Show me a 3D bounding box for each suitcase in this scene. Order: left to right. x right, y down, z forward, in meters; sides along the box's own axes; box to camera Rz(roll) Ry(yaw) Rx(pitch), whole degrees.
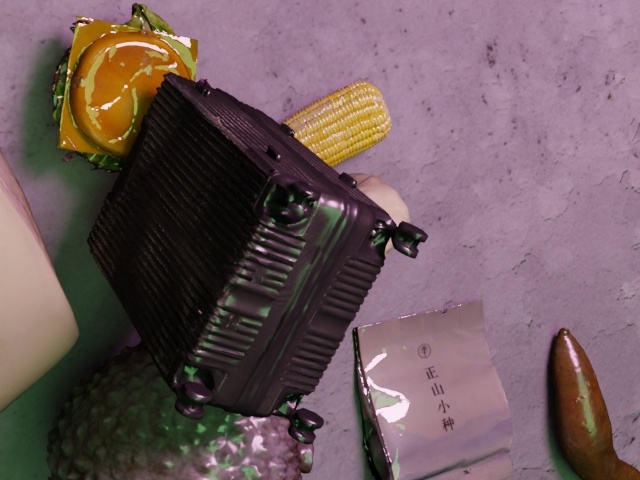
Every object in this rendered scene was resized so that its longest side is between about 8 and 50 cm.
[{"bbox_3d":[-0.084,0.002,0.969,0.152,0.335,0.229,21,104,-35],"label":"suitcase"}]

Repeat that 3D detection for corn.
[{"bbox_3d":[0.007,-0.129,1.221,0.165,0.063,0.085,-32,135,-15],"label":"corn"}]

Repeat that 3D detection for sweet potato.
[{"bbox_3d":[0.403,0.290,1.468,0.108,0.079,0.346,-43,117,-26],"label":"sweet potato"}]

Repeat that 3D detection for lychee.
[{"bbox_3d":[-0.147,0.227,1.078,0.300,0.300,0.299,-4,101,-24],"label":"lychee"}]

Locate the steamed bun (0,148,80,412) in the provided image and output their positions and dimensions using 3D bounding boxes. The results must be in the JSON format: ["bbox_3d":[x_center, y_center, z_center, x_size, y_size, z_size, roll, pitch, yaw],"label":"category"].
[{"bbox_3d":[-0.449,0.012,0.906,0.371,0.290,0.455,-40,113,-15],"label":"steamed bun"}]

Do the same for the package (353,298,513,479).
[{"bbox_3d":[0.151,0.220,1.355,0.204,0.062,0.250,-10,90,-23],"label":"package"}]

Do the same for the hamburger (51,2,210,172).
[{"bbox_3d":[-0.213,-0.162,1.094,0.164,0.093,0.189,20,92,-29],"label":"hamburger"}]

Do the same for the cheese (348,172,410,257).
[{"bbox_3d":[0.001,0.001,1.128,0.159,0.263,0.093,-41,100,-16],"label":"cheese"}]
